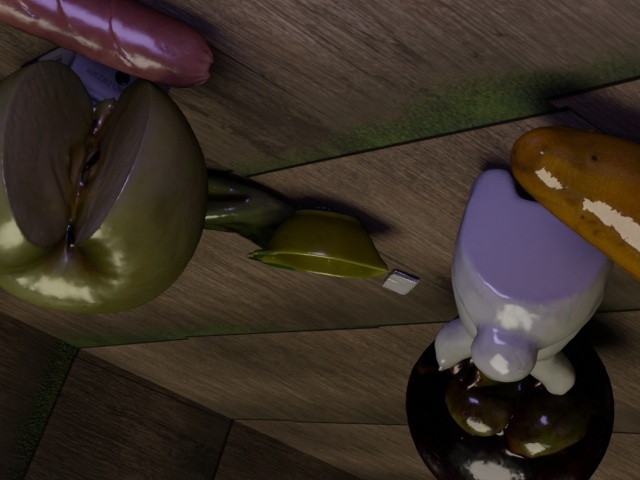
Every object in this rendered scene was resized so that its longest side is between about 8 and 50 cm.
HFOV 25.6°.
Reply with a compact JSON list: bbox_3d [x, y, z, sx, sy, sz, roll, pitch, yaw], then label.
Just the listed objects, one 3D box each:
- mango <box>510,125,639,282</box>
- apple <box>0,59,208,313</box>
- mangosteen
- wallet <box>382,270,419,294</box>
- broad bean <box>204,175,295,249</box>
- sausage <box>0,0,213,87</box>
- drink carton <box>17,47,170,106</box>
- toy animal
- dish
[{"bbox_3d":[0.323,-0.038,1.449,0.295,0.120,0.177,37,-178,-15],"label":"mango"},{"bbox_3d":[-0.268,-0.063,1.581,0.291,0.254,0.292,3,138,3],"label":"apple"},{"bbox_3d":[0.273,0.235,2.045,0.306,0.307,0.347,15,158,15],"label":"mangosteen"},{"bbox_3d":[0.123,0.065,2.170,0.044,0.011,0.083,21,163,-3],"label":"wallet"},{"bbox_3d":[-0.104,-0.035,2.044,0.206,0.072,0.153,20,167,-38],"label":"broad bean"},{"bbox_3d":[-0.319,-0.267,1.534,0.433,0.088,0.088,23,162,-6],"label":"sausage"},{"bbox_3d":[-0.306,-0.170,1.788,0.134,0.102,0.222,32,158,-27],"label":"drink carton"},{"bbox_3d":[0.241,0.086,1.726,0.196,0.241,0.368,19,162,9],"label":"toy animal"},{"bbox_3d":[0.000,0.000,1.981,0.207,0.080,0.149,7,168,14],"label":"dish"}]
